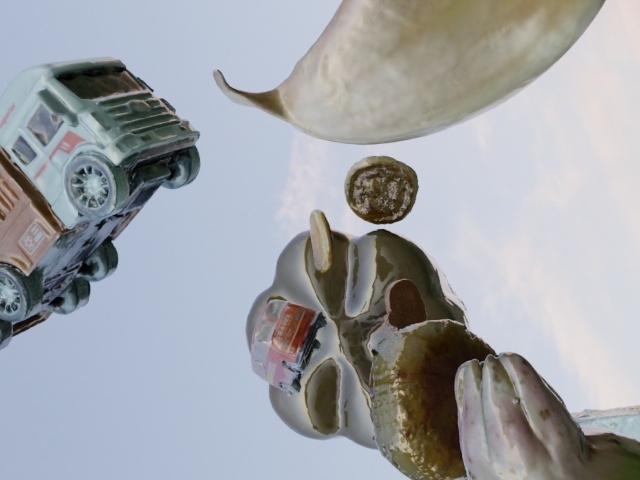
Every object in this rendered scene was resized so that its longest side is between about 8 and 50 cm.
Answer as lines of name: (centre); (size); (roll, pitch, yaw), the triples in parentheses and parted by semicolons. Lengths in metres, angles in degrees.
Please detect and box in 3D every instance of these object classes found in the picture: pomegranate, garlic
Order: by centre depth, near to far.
pomegranate: (0.109, 0.139, 0.400); (0.163, 0.125, 0.138); (48, -136, 12)
garlic: (0.066, -0.150, 0.434); (0.164, 0.245, 0.145); (24, -165, -40)

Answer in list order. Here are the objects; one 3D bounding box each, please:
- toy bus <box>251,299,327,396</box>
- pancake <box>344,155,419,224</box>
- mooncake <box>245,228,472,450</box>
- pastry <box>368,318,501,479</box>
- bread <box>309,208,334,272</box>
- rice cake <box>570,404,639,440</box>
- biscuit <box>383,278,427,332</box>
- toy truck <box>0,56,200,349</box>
toy bus: (-0.043, 0.127, 0.984); (0.077, 0.174, 0.079); (23, -113, 6)
pancake: (0.118, -0.097, 1.583); (0.158, 0.158, 0.028); (53, -153, -24)
mooncake: (0.076, 0.197, 1.642); (0.262, 0.467, 0.466); (13, -115, -71)
pastry: (0.147, 0.190, 0.945); (0.182, 0.093, 0.192); (4, -111, -31)
bread: (0.000, 0.000, 1.335); (0.024, 0.110, 0.110); (-9, -98, -12)
rice cake: (0.300, 0.180, 0.704); (0.040, 0.226, 0.085); (-5, -101, -51)
biscuit: (0.116, 0.100, 1.131); (0.078, 0.015, 0.091); (-22, -81, -39)
toy truck: (-0.259, -0.036, 0.744); (0.162, 0.305, 0.136); (48, -152, 4)
